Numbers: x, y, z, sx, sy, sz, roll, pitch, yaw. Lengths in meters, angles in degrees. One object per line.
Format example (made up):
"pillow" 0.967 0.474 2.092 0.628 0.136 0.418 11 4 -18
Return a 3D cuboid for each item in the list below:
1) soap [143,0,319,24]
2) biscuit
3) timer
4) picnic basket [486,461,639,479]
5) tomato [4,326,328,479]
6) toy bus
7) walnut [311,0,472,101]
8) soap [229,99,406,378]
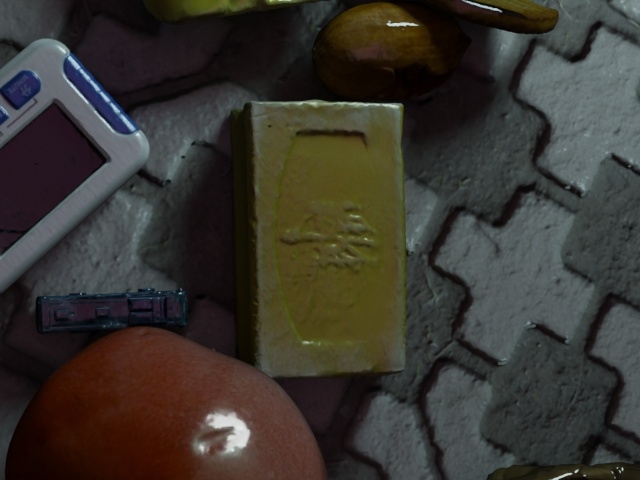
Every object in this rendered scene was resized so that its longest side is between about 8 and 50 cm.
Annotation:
"soap" -0.105 -0.457 1.364 0.306 0.115 0.427 -11 91 -12
"biscuit" 0.159 -0.292 1.441 0.228 0.176 0.031 29 115 19
"timer" -0.326 -0.076 1.313 0.253 0.078 0.178 -43 102 -11
"picnic basket" 0.340 0.399 1.369 0.337 0.337 0.293 12 86 -15
"tomato" -0.138 0.235 1.236 0.341 0.341 0.273 32 68 -13
"toy bus" -0.226 0.078 1.343 0.165 0.065 0.047 -3 89 -15
"walnut" 0.085 -0.219 1.420 0.207 0.116 0.116 -13 92 -24
"soap" 0.000 0.000 1.398 0.199 0.091 0.315 0 88 -14
